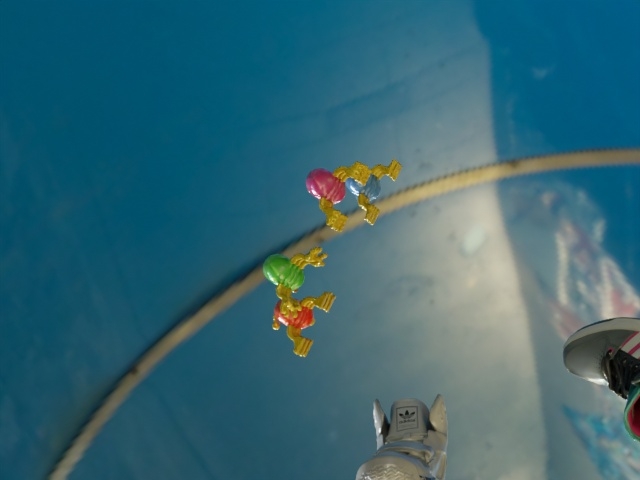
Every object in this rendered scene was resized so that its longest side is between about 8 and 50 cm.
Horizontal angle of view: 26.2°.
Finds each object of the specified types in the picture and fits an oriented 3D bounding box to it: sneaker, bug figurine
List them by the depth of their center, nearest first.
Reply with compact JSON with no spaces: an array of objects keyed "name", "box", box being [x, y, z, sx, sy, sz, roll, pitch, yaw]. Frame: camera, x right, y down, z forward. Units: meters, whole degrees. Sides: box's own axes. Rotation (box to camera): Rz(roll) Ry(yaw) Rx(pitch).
[{"name":"bug figurine","box":[0.000,0.000,1.718,0.279,0.072,0.216,-62,-18,-5]},{"name":"sneaker","box":[0.448,0.206,1.935,0.178,0.295,0.124,-41,-61,-42]},{"name":"sneaker","box":[0.129,0.342,2.223,0.137,0.210,0.366,-6,-23,12]}]
